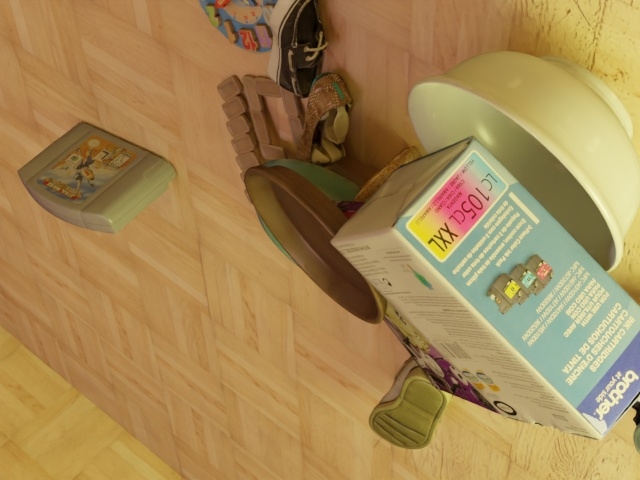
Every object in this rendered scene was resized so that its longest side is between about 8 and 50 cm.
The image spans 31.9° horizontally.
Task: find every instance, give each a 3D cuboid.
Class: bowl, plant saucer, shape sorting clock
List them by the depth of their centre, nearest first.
[{"bbox_3d":[0.250,-0.110,1.245,0.298,0.134,0.298,42,169,10],"label":"bowl"},{"bbox_3d":[0.000,0.000,1.537,0.278,0.041,0.278,46,166,15],"label":"plant saucer"},{"bbox_3d":[-0.121,-0.358,1.587,0.206,0.040,0.206,34,148,25],"label":"shape sorting clock"},{"bbox_3d":[0.018,-0.003,1.752,0.317,0.044,0.317,27,154,14],"label":"plant saucer"}]

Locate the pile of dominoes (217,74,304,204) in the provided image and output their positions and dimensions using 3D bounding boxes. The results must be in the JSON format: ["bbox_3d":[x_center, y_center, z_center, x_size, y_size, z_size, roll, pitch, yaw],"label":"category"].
[{"bbox_3d":[-0.071,-0.155,1.792,0.196,0.040,0.251,17,130,45],"label":"pile of dominoes"}]

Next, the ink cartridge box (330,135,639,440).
[{"bbox_3d":[0.222,0.082,1.311,0.395,0.151,0.270,47,168,-7],"label":"ink cartridge box"}]

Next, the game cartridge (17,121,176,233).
[{"bbox_3d":[-0.442,-0.120,2.153,0.297,0.198,0.062,24,143,36],"label":"game cartridge"}]

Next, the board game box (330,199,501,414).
[{"bbox_3d":[0.126,0.089,1.570,0.347,0.056,0.208,52,162,-15],"label":"board game box"}]

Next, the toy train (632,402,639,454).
[{"bbox_3d":[0.523,0.239,1.338,0.334,0.142,0.190,36,139,21],"label":"toy train"}]

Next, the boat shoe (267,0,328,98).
[{"bbox_3d":[-0.022,-0.274,1.525,0.070,0.078,0.219,42,159,14],"label":"boat shoe"}]

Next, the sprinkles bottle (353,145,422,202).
[{"bbox_3d":[0.203,0.036,1.535,0.355,0.121,0.121,47,151,4],"label":"sprinkles bottle"}]

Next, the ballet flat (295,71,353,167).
[{"bbox_3d":[0.008,-0.152,1.621,0.067,0.073,0.206,54,157,28],"label":"ballet flat"}]

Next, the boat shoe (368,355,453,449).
[{"bbox_3d":[0.169,0.259,1.870,0.113,0.103,0.302,33,149,2],"label":"boat shoe"}]
